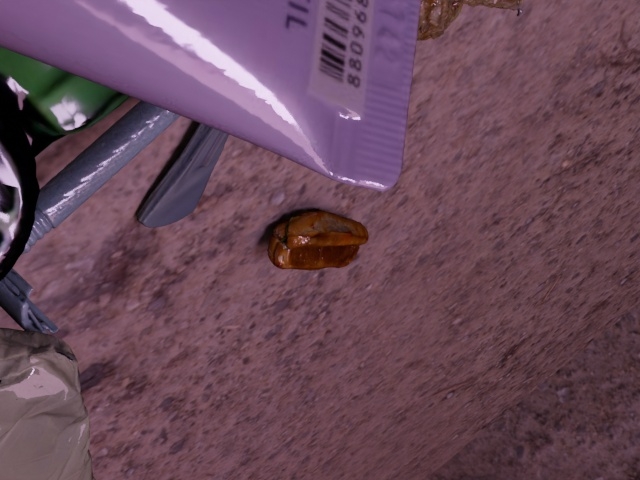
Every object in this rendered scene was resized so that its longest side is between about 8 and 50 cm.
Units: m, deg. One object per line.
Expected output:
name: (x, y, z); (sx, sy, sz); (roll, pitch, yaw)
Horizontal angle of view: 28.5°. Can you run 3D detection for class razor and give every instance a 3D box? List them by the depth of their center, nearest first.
razor: (-0.135, -0.052, 0.809); (0.232, 0.106, 0.068); (-43, 160, -17)

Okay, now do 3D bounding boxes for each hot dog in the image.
hot dog: (-0.001, -0.001, 1.162); (0.062, 0.038, 0.144); (-52, 157, 21)

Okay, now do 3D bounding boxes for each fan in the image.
fan: (-0.062, -0.101, 0.885); (0.057, 0.023, 0.282); (-17, 152, -42)

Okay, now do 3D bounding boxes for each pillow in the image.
pillow: (-0.287, 0.151, 0.830); (0.281, 0.076, 0.274); (-5, 148, -8)

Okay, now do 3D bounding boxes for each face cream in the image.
face cream: (-0.085, -0.117, 0.420); (0.274, 0.154, 0.096); (13, 163, -24)

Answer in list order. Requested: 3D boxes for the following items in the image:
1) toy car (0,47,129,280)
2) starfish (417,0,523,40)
toy car: (-0.166, -0.092, 0.534); (0.359, 0.176, 0.213); (-41, -158, -12)
starfish: (0.078, -0.168, 0.810); (0.150, 0.053, 0.210); (-44, 163, 8)
